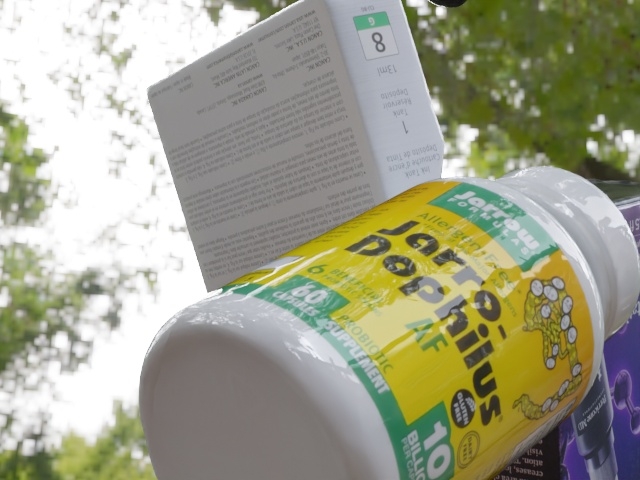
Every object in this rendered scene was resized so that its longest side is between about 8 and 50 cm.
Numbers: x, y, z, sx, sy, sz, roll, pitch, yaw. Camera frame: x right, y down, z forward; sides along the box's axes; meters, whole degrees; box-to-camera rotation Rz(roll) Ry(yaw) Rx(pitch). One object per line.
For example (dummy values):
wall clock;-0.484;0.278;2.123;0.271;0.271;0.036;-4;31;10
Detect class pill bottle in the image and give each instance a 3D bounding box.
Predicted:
pill bottle;0.039;0.043;0.555;0.208;0.117;0.117;-27;3;-43

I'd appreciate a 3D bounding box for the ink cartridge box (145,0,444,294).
ink cartridge box;0.000;0.000;0.715;0.056;0.224;0.181;-20;2;-36

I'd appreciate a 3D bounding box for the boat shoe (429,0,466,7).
boat shoe;0.056;-0.170;0.720;0.049;0.042;0.133;-25;-43;-4

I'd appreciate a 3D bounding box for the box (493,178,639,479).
box;0.126;0.076;0.794;0.108;0.207;0.153;3;11;38
